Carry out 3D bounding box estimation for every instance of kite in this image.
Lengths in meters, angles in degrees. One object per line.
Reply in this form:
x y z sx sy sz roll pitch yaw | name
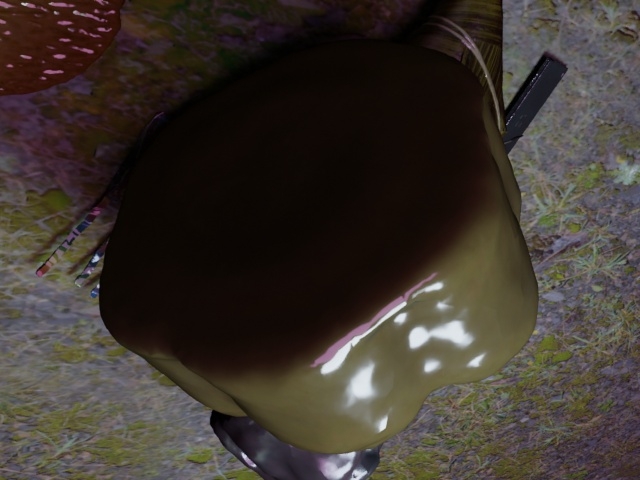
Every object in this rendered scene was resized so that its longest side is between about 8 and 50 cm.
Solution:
-0.247 -0.037 0.932 0.285 0.015 0.152 -45 132 6 | kite

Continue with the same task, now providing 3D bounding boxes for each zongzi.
0.226 -0.246 0.949 0.247 0.111 0.241 27 105 -45 | zongzi

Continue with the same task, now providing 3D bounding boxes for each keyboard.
0.308 -0.192 1.093 0.060 0.018 0.196 10 122 -42 | keyboard

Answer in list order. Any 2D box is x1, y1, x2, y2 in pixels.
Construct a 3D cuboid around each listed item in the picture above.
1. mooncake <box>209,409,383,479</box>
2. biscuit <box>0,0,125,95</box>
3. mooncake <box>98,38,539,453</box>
0.029 0.193 1.035 0.381 0.350 0.212 -41 98 -12 | mooncake
-0.322 -0.244 0.675 0.261 0.037 0.262 -14 145 -10 | biscuit
0.000 0.000 0.784 0.466 0.467 0.262 -31 134 -1 | mooncake
